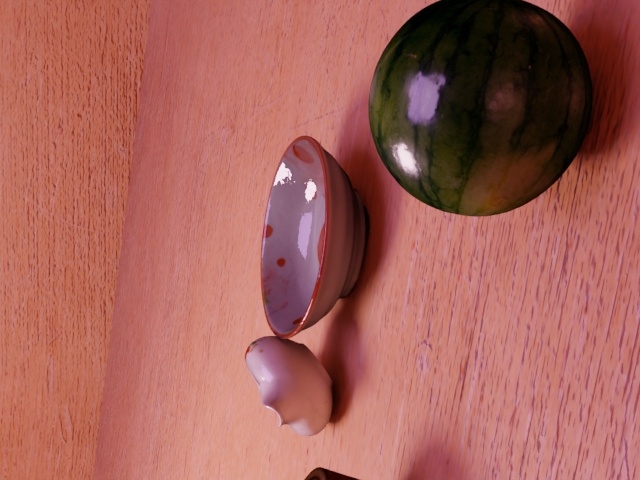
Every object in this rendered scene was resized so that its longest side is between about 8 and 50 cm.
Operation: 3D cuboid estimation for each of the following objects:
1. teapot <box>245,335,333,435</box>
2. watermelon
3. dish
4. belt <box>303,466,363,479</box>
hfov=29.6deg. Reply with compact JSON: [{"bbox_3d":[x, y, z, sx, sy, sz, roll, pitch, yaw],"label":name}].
[{"bbox_3d":[-0.041,0.186,1.579,0.145,0.092,0.226,57,172,-3],"label":"teapot"},{"bbox_3d":[0.136,-0.127,1.020,0.188,0.188,0.215,-135,53,-66],"label":"watermelon"},{"bbox_3d":[0.000,0.000,1.553,0.260,0.085,0.260,-173,90,-71],"label":"dish"},{"bbox_3d":[0.010,0.416,1.265,0.217,0.122,0.339,135,152,-63],"label":"belt"}]
